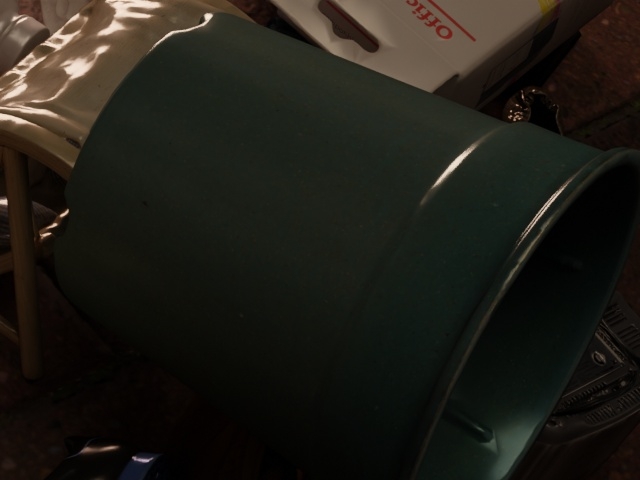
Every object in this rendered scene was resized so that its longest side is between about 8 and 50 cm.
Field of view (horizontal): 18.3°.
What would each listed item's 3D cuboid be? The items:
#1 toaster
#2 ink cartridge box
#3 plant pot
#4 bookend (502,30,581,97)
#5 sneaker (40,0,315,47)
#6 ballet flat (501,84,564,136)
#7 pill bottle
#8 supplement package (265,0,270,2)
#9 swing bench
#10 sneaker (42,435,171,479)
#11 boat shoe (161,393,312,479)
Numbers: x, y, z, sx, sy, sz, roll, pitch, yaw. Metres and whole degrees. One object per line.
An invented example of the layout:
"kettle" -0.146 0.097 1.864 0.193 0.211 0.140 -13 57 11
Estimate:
"toaster" 0.184 0.142 1.685 0.227 0.146 0.129 -23 61 -39
"ink cartridge box" 0.107 -0.231 1.842 0.207 0.119 0.353 43 58 14
"plant pot" 0.009 0.014 1.456 0.334 0.341 0.341 28 43 18
"bookend" 0.242 -0.248 2.070 0.072 0.156 0.157 32 43 8
"sneaker" -0.098 -0.174 1.898 0.236 0.130 0.323 1 33 -47
"ballet flat" 0.219 -0.063 1.956 0.084 0.058 0.250 12 46 -13
"pill bottle" -0.336 -0.208 1.822 0.169 0.094 0.094 32 44 7
"supplement package" -0.033 -0.346 1.956 0.203 0.194 0.149 13 28 -47
"swing bench" -0.204 -0.073 1.638 0.165 0.255 0.253 33 44 9
"sneaker" -0.199 0.242 1.482 0.090 0.081 0.232 12 47 22
"boat shoe" -0.050 0.220 1.549 0.123 0.123 0.342 38 30 -24
